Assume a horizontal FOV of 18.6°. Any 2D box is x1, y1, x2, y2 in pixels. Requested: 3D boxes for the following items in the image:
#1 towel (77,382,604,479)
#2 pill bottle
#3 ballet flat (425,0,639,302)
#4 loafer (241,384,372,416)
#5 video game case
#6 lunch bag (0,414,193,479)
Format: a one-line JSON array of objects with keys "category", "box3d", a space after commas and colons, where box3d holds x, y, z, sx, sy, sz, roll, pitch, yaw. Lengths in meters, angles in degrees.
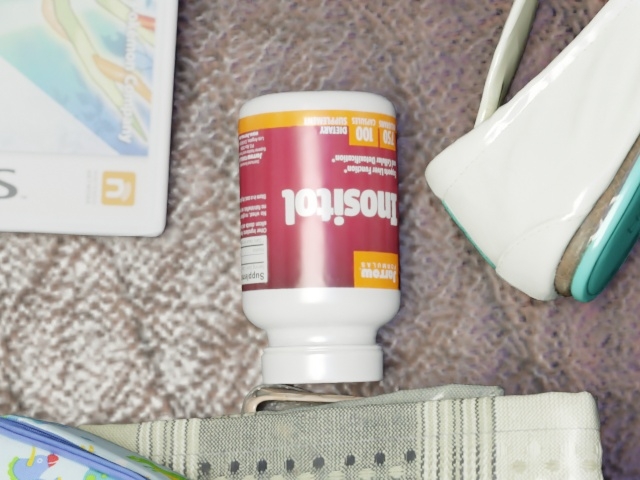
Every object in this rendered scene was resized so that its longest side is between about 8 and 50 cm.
[{"category": "towel", "box3d": [0.010, 0.236, 0.978, 0.312, 0.056, 0.324, -6, 78, 28]}, {"category": "pill bottle", "box3d": [0.000, 0.000, 1.044, 0.086, 0.086, 0.152, -2, 86, -2]}, {"category": "ballet flat", "box3d": [0.193, -0.155, 1.052, 0.139, 0.139, 0.400, 35, 86, 1]}, {"category": "loafer", "box3d": [0.019, 0.103, 1.059, 0.125, 0.039, 0.045, 9, 85, -1]}, {"category": "video game case", "box3d": [-0.221, -0.168, 1.011, 0.300, 0.036, 0.329, 2, 102, -10]}, {"category": "lunch bag", "box3d": [-0.148, 0.205, 0.990, 0.176, 0.090, 0.219, 21, 90, 33]}]
